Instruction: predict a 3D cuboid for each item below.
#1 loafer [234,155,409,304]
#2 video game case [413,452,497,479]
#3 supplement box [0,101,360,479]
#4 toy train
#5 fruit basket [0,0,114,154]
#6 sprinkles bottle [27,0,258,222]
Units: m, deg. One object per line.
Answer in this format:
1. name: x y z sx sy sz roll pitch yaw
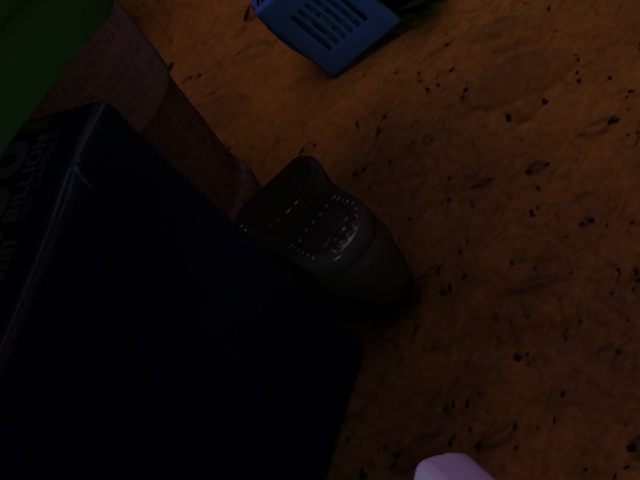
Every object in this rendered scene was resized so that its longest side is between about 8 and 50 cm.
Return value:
1. loafer: 0.000 0.000 0.853 0.056 0.050 0.148 -42 21 0
2. video game case: 0.069 0.192 0.518 0.183 0.023 0.201 37 127 54
3. supplement box: -0.194 0.098 0.824 0.356 0.195 0.194 -12 48 38
4. toy train: 0.009 -0.181 0.991 0.105 0.080 0.184 -37 37 22
5. fruit basket: -0.284 -0.038 0.676 0.392 0.392 0.283 -27 20 24
6. sprinkles bottle: -0.170 -0.117 0.859 0.121 0.355 0.121 -26 33 18
